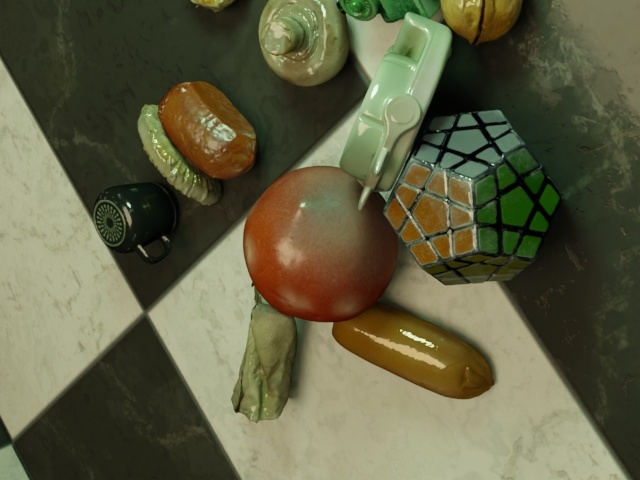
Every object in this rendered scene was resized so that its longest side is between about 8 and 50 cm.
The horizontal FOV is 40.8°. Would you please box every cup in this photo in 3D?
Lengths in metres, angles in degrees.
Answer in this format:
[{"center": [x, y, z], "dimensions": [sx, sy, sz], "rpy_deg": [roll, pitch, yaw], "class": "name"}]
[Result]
[{"center": [-0.451, -0.041, 2.160], "dimensions": [0.169, 0.176, 0.223], "rpy_deg": [-42, 78, 36], "class": "cup"}]

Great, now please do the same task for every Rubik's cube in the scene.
[{"center": [0.265, -0.072, 1.506], "dimensions": [0.264, 0.319, 0.319], "rpy_deg": [27, 122, 2], "class": "Rubik's cube"}]

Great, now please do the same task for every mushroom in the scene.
[{"center": [-0.046, -0.401, 1.721], "dimensions": [0.206, 0.209, 0.206], "rpy_deg": [30, 146, 23], "class": "mushroom"}]

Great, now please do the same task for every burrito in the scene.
[{"center": [-0.122, 0.249, 1.999], "dimensions": [0.135, 0.190, 0.332], "rpy_deg": [10, 116, -1], "class": "burrito"}]

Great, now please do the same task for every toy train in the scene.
[{"center": [0.105, -0.514, 1.547], "dimensions": [0.202, 0.145, 0.266], "rpy_deg": [1, 135, 46], "class": "toy train"}]

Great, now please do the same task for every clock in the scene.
[{"center": [0.123, -0.216, 1.520], "dimensions": [0.108, 0.324, 0.265], "rpy_deg": [24, 151, 0], "class": "clock"}]

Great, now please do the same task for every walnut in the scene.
[{"center": [0.278, -0.428, 1.482], "dimensions": [0.144, 0.144, 0.180], "rpy_deg": [5, 97, 38], "class": "walnut"}]

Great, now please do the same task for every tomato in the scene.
[{"center": [0.000, 0.000, 1.710], "dimensions": [0.321, 0.321, 0.321], "rpy_deg": [12, 110, 36], "class": "tomato"}]

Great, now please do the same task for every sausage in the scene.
[{"center": [0.188, 0.223, 1.762], "dimensions": [0.354, 0.116, 0.134], "rpy_deg": [21, 105, 29], "class": "sausage"}, {"center": [-0.253, -0.249, 1.952], "dimensions": [0.268, 0.153, 0.141], "rpy_deg": [45, 121, 19], "class": "sausage"}]

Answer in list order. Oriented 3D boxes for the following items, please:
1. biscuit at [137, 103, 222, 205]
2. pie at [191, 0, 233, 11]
[{"center": [-0.343, -0.205, 2.040], "dimensions": [0.084, 0.179, 0.281], "rpy_deg": [-36, 86, 18], "class": "biscuit"}, {"center": [-0.231, -0.606, 1.877], "dimensions": [0.179, 0.084, 0.205], "rpy_deg": [-3, 99, 38], "class": "pie"}]
